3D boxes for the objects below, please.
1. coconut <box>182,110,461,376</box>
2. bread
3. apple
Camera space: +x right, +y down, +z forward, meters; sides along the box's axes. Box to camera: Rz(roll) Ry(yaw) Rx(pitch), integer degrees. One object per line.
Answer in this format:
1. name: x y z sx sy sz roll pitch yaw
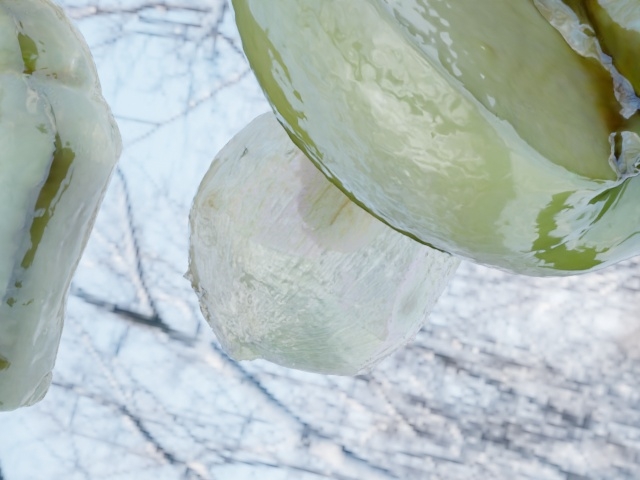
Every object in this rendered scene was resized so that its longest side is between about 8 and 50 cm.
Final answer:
1. coconut: -0.001 0.001 0.894 0.194 0.194 0.194 12 -90 -71
2. bread: -0.309 -0.066 1.101 0.210 0.301 0.341 -28 -46 -77
3. apple: 0.107 -0.112 0.670 0.233 0.295 0.257 91 160 -59
